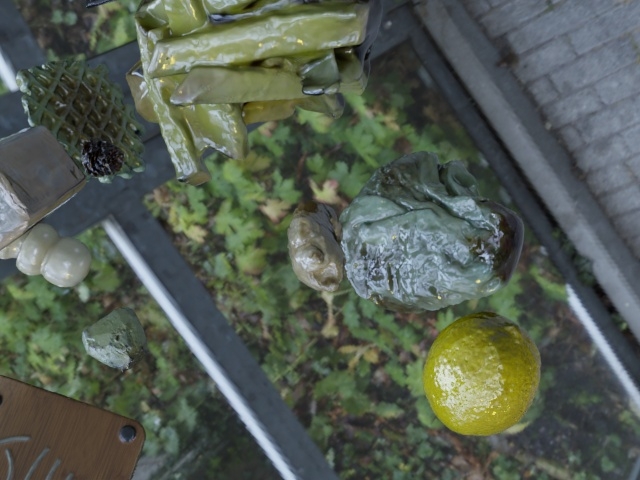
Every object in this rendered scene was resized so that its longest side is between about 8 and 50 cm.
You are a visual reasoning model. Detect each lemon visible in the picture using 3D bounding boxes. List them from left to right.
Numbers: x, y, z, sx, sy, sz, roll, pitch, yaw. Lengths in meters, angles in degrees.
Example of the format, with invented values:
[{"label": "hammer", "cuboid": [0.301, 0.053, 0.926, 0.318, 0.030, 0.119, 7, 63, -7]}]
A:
[{"label": "lemon", "cuboid": [0.245, 0.204, 1.263, 0.180, 0.180, 0.193, 50, 140, -1]}]

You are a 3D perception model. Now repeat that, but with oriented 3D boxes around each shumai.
[{"label": "shumai", "cuboid": [0.215, -0.004, 1.482, 0.263, 0.304, 0.309, 12, 104, 60]}]

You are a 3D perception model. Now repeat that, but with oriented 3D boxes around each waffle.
[{"label": "waffle", "cuboid": [-0.503, -0.255, 1.780, 0.056, 0.309, 0.291, -26, 89, 30]}]

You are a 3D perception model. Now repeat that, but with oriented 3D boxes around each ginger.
[{"label": "ginger", "cuboid": [-0.097, -0.219, 1.144, 0.359, 0.211, 0.413, 23, 156, -22]}, {"label": "ginger", "cuboid": [-0.002, -0.003, 0.787, 0.051, 0.173, 0.069, -32, 100, 14]}]

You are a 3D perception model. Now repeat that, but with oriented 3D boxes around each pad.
[{"label": "pad", "cuboid": [-0.427, 0.365, 1.212, 0.284, 0.286, 0.018, 16, 165, 10]}]

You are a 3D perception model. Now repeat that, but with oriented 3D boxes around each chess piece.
[{"label": "chess piece", "cuboid": [-0.680, 0.008, 1.931, 0.300, 0.167, 0.167, 24, 132, -6]}]

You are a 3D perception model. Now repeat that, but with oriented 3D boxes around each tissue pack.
[{"label": "tissue pack", "cuboid": [-0.550, -0.093, 1.316, 0.239, 0.305, 0.238, 0, 106, 0]}]

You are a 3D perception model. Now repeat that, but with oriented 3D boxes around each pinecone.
[{"label": "pinecone", "cuboid": [-0.414, -0.156, 1.577, 0.083, 0.077, 0.077, 11, 125, 10]}]

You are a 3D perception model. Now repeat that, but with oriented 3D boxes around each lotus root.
[{"label": "lotus root", "cuboid": [-0.464, 0.228, 1.910, 0.144, 0.143, 0.070, 36, 154, 34]}]

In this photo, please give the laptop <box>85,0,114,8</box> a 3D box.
[{"label": "laptop", "cuboid": [-0.296, -0.457, 1.363, 0.197, 0.135, 0.016, -13, 149, 11]}]
